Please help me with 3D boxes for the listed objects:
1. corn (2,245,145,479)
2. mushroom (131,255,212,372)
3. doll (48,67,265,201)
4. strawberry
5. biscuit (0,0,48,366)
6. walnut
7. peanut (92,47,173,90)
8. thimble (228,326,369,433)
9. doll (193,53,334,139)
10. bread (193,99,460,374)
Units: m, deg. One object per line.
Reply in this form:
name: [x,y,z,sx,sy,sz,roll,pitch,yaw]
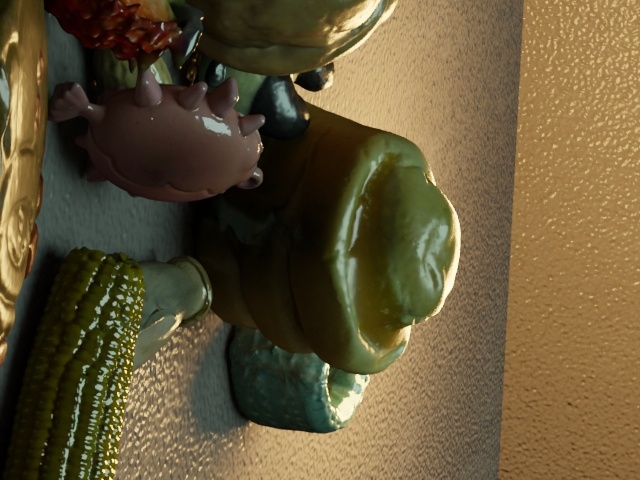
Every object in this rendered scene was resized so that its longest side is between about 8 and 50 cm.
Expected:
corn: [-0.257,0.182,1.986,0.120,0.120,0.363,42,57,-67]
mushroom: [-0.196,0.075,2.151,0.108,0.096,0.247,67,23,-8]
doll: [-0.165,-0.105,2.004,0.262,0.211,0.093,18,52,-28]
strawberry: [-0.242,-0.307,1.852,0.306,0.137,0.233,44,35,-31]
biscuit: [-0.288,-0.060,1.704,0.359,0.074,0.381,107,-14,-85]
walnut: [-0.051,-0.325,2.135,0.296,0.285,0.285,36,63,-83]
peanut: [-0.202,-0.202,2.032,0.082,0.082,0.187,-60,150,-47]
thimble: [-0.026,0.158,2.591,0.235,0.143,0.198,18,80,-69]
doll: [-0.069,-0.220,2.322,0.234,0.143,0.135,-61,146,-44]
bread: [0.000,0.000,2.329,0.210,0.341,0.301,2,109,-46]
